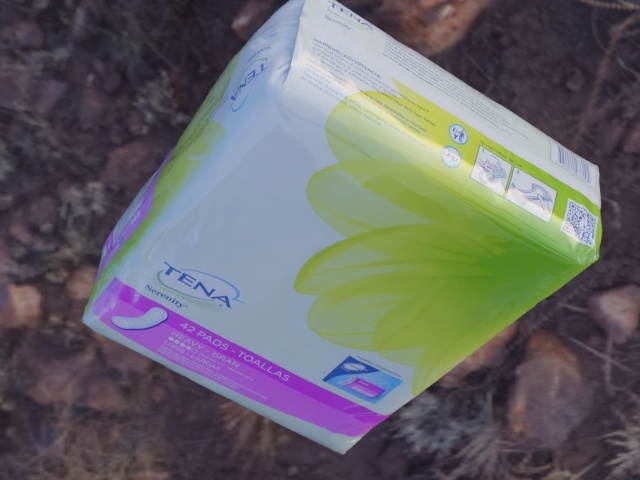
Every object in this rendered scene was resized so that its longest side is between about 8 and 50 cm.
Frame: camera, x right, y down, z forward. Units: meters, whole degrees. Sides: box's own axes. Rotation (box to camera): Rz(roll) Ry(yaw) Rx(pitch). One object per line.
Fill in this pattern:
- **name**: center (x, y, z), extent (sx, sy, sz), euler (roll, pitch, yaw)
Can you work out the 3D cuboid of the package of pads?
- **package of pads**: center (0.000, 0.000, 0.852), extent (0.296, 0.229, 0.101), euler (-45, 22, 43)
